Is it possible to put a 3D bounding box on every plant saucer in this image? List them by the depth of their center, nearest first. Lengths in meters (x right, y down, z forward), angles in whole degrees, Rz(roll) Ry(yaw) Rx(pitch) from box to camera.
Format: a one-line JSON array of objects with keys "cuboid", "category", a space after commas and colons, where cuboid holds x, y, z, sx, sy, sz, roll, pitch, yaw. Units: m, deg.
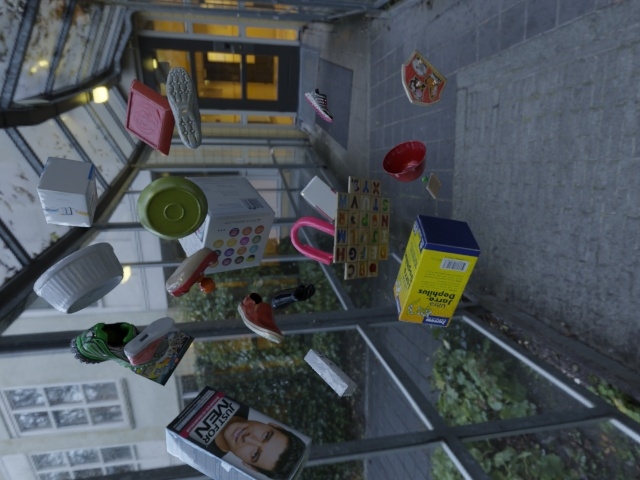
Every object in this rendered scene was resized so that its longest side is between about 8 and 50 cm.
[{"cuboid": [-0.515, -0.105, 1.452, 0.037, 0.241, 0.241, -133, 41, -55], "category": "plant saucer"}, {"cuboid": [-0.777, -0.547, 1.859, 0.048, 0.258, 0.259, -44, -15, -55], "category": "plant saucer"}]

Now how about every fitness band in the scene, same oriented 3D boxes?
[{"cuboid": [0.000, 0.000, 1.929, 0.054, 0.290, 0.209, -57, -15, -49], "category": "fitness band"}]

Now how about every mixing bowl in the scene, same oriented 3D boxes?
[{"cuboid": [0.348, -0.299, 1.644, 0.098, 0.181, 0.181, 51, -163, -41], "category": "mixing bowl"}]

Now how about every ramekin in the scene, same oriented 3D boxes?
[{"cuboid": [-0.808, 0.137, 1.415, 0.127, 0.273, 0.273, 52, 166, 0], "category": "ramekin"}]

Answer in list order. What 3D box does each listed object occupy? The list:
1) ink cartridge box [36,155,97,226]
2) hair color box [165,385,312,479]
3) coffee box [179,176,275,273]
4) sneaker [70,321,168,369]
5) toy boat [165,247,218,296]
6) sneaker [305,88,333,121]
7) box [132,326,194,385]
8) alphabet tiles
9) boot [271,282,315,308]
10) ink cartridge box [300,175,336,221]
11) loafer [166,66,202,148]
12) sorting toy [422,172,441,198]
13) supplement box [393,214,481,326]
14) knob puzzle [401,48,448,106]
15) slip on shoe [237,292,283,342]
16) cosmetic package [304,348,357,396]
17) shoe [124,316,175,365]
[{"cuboid": [-1.031, -0.193, 1.701, 0.233, 0.168, 0.171, 123, 148, -51], "category": "ink cartridge box"}, {"cuboid": [-0.234, 0.588, 1.186, 0.185, 0.374, 0.114, -42, -34, -56], "category": "hair color box"}, {"cuboid": [-0.473, -0.081, 2.007, 0.338, 0.337, 0.334, 48, 130, 36], "category": "coffee box"}, {"cuboid": [-0.667, 0.364, 1.445, 0.343, 0.146, 0.134, 27, -149, -58], "category": "sneaker"}, {"cuboid": [-0.460, 0.138, 1.565, 0.151, 0.151, 0.231, -27, 24, 37], "category": "toy boat"}, {"cuboid": [0.009, -0.586, 1.770, 0.170, 0.075, 0.063, 51, -179, 11], "category": "sneaker"}, {"cuboid": [-0.671, 0.484, 1.770, 0.044, 0.159, 0.233, 9, 61, 43], "category": "box"}, {"cuboid": [0.149, -0.041, 1.415, 0.011, 0.285, 0.343, 5, 93, 45], "category": "alphabet tiles"}, {"cuboid": [-0.148, 0.291, 2.174, 0.207, 0.246, 0.094, 116, 135, -81], "category": "boot"}, {"cuboid": [0.025, -0.181, 1.966, 0.114, 0.197, 0.273, -48, -5, 1], "category": "ink cartridge box"}, {"cuboid": [-0.534, -0.518, 1.627, 0.111, 0.112, 0.320, 156, 105, -77], "category": "loafer"}, {"cuboid": [0.340, -0.176, 1.269, 0.012, 0.083, 0.062, -7, 48, 48], "category": "sorting toy"}, {"cuboid": [0.413, 0.115, 1.520, 0.194, 0.195, 0.357, -86, 5, -57], "category": "supplement box"}, {"cuboid": [0.363, -0.558, 1.454, 0.030, 0.213, 0.213, -17, 74, 62], "category": "knob puzzle"}, {"cuboid": [-0.224, 0.288, 1.570, 0.101, 0.123, 0.331, -56, 30, -2], "category": "slip on shoe"}, {"cuboid": [0.044, 0.570, 1.789, 0.239, 0.099, 0.060, 37, 96, 34], "category": "cosmetic package"}, {"cuboid": [-0.556, 0.331, 1.360, 0.063, 0.178, 0.081, 31, 138, 23], "category": "shoe"}]
